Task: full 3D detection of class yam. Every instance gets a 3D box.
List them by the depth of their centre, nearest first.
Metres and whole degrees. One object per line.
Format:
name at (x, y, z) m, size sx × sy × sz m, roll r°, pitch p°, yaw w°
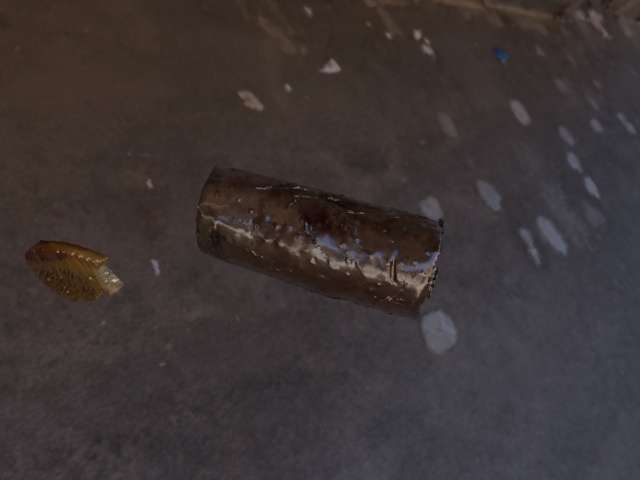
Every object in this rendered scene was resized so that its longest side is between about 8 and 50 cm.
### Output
yam at (-0.001, 0.001, 0.915) m, size 0.279 × 0.131 × 0.131 m, roll 15°, pitch 32°, yaw 10°

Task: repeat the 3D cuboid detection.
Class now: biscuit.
biscuit at (-0.407, 0.062, 1.325) m, size 0.176 × 0.228 × 0.031 m, roll 21°, pitch 61°, yaw 6°
